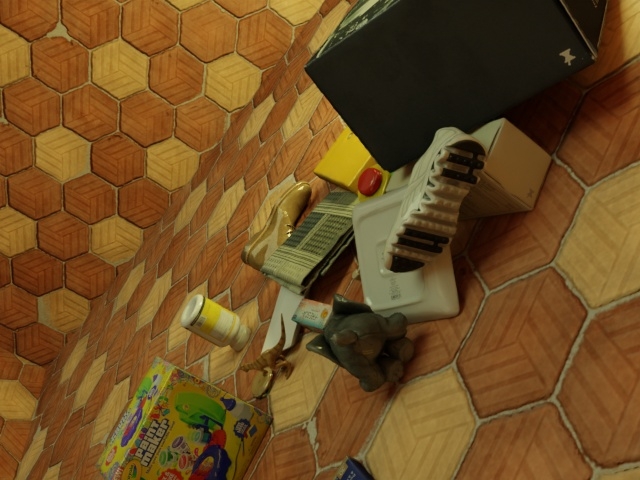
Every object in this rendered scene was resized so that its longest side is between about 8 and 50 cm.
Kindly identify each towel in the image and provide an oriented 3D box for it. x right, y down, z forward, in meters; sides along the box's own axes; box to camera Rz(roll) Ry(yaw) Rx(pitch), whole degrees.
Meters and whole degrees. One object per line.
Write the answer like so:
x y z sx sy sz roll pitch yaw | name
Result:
0.000 0.000 2.046 0.312 0.056 0.324 -48 20 -11 | towel

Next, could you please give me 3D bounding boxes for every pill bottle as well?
-0.290 0.235 2.188 0.103 0.184 0.103 -44 26 28 | pill bottle

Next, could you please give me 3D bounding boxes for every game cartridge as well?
0.122 -0.268 2.151 0.285 0.052 0.323 -53 22 0 | game cartridge

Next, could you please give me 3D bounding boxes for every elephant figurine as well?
0.055 0.191 1.545 0.169 0.186 0.239 -29 26 -24 | elephant figurine

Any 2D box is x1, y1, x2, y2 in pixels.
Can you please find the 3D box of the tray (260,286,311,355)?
-0.076 0.182 2.026 0.145 0.030 0.270 -31 34 45 | tray

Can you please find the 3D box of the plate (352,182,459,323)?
0.151 0.032 1.566 0.277 0.045 0.278 -20 75 55 | plate

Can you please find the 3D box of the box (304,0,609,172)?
0.293 -0.451 1.570 0.479 0.297 0.472 -27 24 38 | box

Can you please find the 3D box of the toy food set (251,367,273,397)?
-0.145 0.355 1.952 0.083 0.020 0.083 -2 58 63 | toy food set

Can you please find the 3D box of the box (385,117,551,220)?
0.285 -0.127 1.553 0.311 0.148 0.121 -7 54 60 | box

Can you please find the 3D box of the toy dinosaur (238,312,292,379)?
-0.115 0.278 1.873 0.211 0.112 0.064 -43 26 29 | toy dinosaur

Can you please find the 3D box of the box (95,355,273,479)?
-0.317 0.467 1.822 0.290 0.279 0.177 -63 23 -12 | box

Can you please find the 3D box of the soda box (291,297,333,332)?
0.001 0.183 1.833 0.063 0.058 0.183 -62 22 -10 | soda box

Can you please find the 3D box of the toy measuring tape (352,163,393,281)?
0.124 -0.065 1.854 0.121 0.121 0.330 7 76 65 | toy measuring tape

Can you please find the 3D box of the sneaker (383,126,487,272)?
0.197 -0.072 1.428 0.292 0.110 0.118 -62 27 20 | sneaker

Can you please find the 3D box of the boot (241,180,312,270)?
-0.100 -0.035 2.312 0.115 0.112 0.305 28 80 37 | boot

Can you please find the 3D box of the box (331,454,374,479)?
0.062 0.482 1.355 0.136 0.036 0.225 -58 24 -2 | box
